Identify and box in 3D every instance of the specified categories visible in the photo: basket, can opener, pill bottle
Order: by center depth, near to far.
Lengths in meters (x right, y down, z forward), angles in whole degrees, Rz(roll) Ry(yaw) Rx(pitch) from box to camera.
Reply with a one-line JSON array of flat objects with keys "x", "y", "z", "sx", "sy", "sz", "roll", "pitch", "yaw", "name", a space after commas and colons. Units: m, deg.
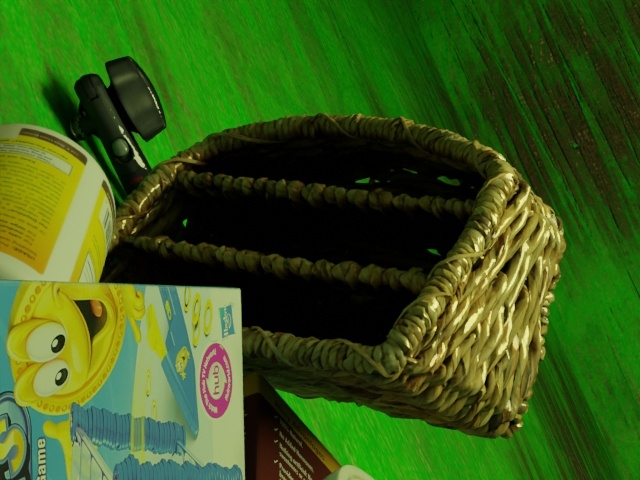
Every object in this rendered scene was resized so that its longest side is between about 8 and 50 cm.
[{"x": -0.190, "y": 0.027, "z": 0.791, "sx": 0.117, "sy": 0.117, "sz": 0.215, "roll": 54, "pitch": 18, "yaw": -24, "name": "pill bottle"}, {"x": 0.000, "y": 0.000, "z": 0.984, "sx": 0.223, "sy": 0.299, "sz": 0.213, "roll": 31, "pitch": 71, "yaw": -54, "name": "basket"}, {"x": -0.152, "y": -0.058, "z": 1.143, "sx": 0.059, "sy": 0.073, "sz": 0.186, "roll": -74, "pitch": 144, "yaw": -77, "name": "can opener"}]

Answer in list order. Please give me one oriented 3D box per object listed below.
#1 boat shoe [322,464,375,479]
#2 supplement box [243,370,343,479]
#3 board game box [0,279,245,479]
[{"x": 0.051, "y": 0.237, "z": 0.788, "sx": 0.254, "sy": 0.079, "sz": 0.095, "roll": 51, "pitch": 23, "yaw": -26, "name": "boat shoe"}, {"x": -0.042, "y": 0.231, "z": 0.883, "sx": 0.191, "sy": 0.129, "sz": 0.194, "roll": 52, "pitch": 20, "yaw": -29, "name": "supplement box"}, {"x": -0.130, "y": 0.169, "z": 0.604, "sx": 0.302, "sy": 0.086, "sz": 0.308, "roll": 7, "pitch": 81, "yaw": -70, "name": "board game box"}]
